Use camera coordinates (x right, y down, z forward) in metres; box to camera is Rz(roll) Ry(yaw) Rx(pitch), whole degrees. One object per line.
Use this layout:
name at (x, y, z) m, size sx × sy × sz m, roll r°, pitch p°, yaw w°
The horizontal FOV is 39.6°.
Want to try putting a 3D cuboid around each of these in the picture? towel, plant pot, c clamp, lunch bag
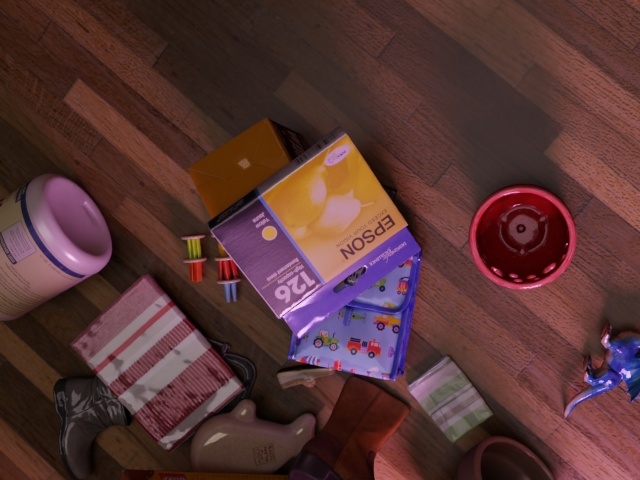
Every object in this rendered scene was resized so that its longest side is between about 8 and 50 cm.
towel at (0.263, 0.324, 1.810) m, size 0.113 × 0.023 × 0.152 m, roll -39°, pitch 86°, yaw 15°
plant pot at (0.379, -0.013, 1.668) m, size 0.191 × 0.174 × 0.191 m, roll 1°, pitch 95°, yaw 14°
towel at (-0.350, 0.266, 1.920) m, size 0.237 × 0.037 × 0.329 m, roll -41°, pitch 89°, yaw 8°
plant pot at (0.319, 0.546, 1.720) m, size 0.263 × 0.263 × 0.229 m, roll 49°, pitch 121°, yaw 5°
c clamp at (-0.210, 0.299, 1.929) m, size 0.137 × 0.022 × 0.160 m, roll 15°, pitch 98°, yaw 7°
lunch bag at (0.077, 0.113, 1.792) m, size 0.221 × 0.138 × 0.293 m, roll 10°, pitch 89°, yaw 12°

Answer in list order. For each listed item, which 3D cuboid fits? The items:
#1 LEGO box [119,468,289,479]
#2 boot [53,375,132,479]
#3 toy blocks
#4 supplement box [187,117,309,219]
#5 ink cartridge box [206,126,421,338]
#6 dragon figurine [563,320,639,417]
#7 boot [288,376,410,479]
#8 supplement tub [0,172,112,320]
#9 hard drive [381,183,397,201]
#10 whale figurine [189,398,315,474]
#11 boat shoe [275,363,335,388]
LEGO box at (-0.161, 0.662, 1.730) m, size 0.500 × 0.193 × 0.372 m, roll 10°, pitch 100°, yaw -26°
boot at (-0.497, 0.415, 1.983) m, size 0.161 × 0.083 × 0.246 m, roll -7°, pitch 96°, yaw 9°
toy blocks at (-0.232, 0.059, 1.890) m, size 0.123 × 0.054 × 0.148 m, roll -4°, pitch 95°, yaw 14°
supplement box at (-0.119, -0.125, 1.761) m, size 0.191 × 0.194 × 0.129 m, roll -30°, pitch 78°, yaw 15°
ink cartridge box at (0.000, 0.000, 1.651) m, size 0.304 × 0.072 × 0.307 m, roll -37°, pitch 111°, yaw 0°
dragon figurine at (0.581, 0.249, 1.691) m, size 0.144 × 0.085 × 0.289 m, roll 28°, pitch 100°, yaw 10°
boot at (0.106, 0.430, 1.752) m, size 0.264 × 0.280 × 0.096 m, roll 27°, pitch 132°, yaw 14°
supplement tub at (-0.639, 0.027, 1.894) m, size 0.325 × 0.235 × 0.235 m, roll -29°, pitch 88°, yaw 15°
hard drive at (0.078, -0.081, 1.814) m, size 0.135 × 0.022 × 0.094 m, roll 20°, pitch 100°, yaw 11°
whale figurine at (-0.141, 0.433, 1.883) m, size 0.272 × 0.141 × 0.216 m, roll -13°, pitch 97°, yaw -9°
boat shoe at (-0.026, 0.285, 1.868) m, size 0.135 × 0.050 × 0.045 m, roll -11°, pitch 96°, yaw 25°
